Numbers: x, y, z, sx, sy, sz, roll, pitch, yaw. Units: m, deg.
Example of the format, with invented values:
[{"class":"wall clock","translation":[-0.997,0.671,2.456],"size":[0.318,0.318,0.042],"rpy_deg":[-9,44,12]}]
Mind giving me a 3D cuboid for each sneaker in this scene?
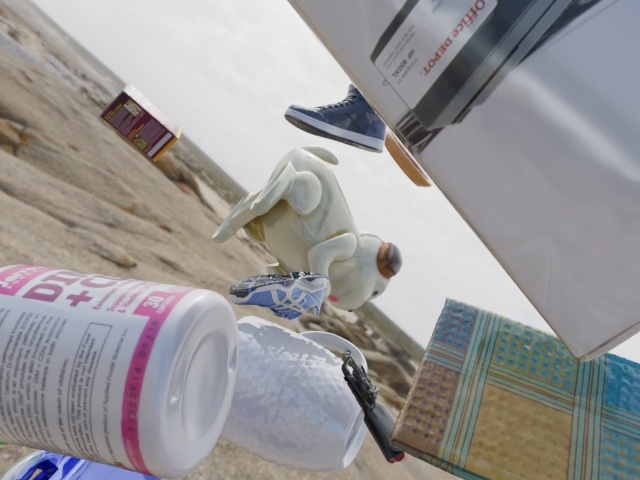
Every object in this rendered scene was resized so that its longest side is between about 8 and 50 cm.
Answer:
[{"class":"sneaker","translation":[0.043,-0.277,1.097],"size":[0.226,0.163,0.086],"rpy_deg":[10,7,-31]},{"class":"sneaker","translation":[-0.068,0.102,0.998],"size":[0.211,0.081,0.080],"rpy_deg":[0,6,-41]}]

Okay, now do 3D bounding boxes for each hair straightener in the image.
[{"class":"hair straightener","translation":[0.097,0.285,1.032],"size":[0.230,0.047,0.089],"rpy_deg":[-119,-149,-41]}]

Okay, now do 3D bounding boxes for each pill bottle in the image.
[{"class":"pill bottle","translation":[-0.233,0.107,0.512],"size":[0.283,0.160,0.160],"rpy_deg":[6,-13,13]}]

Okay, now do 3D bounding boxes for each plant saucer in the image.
[{"class":"plant saucer","translation":[0.238,-0.222,1.557],"size":[0.200,0.037,0.200],"rpy_deg":[45,20,-21]}]

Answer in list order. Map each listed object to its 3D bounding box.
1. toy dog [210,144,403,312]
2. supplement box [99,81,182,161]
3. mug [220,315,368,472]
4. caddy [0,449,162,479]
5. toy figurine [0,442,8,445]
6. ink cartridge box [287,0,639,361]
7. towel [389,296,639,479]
[{"class":"toy dog","translation":[0.000,0.000,1.380],"size":[0.408,0.395,0.284],"rpy_deg":[45,-47,-14]},{"class":"supplement box","translation":[-0.487,-0.324,1.537],"size":[0.188,0.104,0.081],"rpy_deg":[42,22,-25]},{"class":"mug","translation":[-0.039,0.331,1.268],"size":[0.328,0.276,0.374],"rpy_deg":[19,32,23]},{"class":"caddy","translation":[-0.398,0.401,0.828],"size":[0.179,0.241,0.341],"rpy_deg":[53,13,-6]},{"class":"toy figurine","translation":[-0.499,0.297,0.990],"size":[0.130,0.173,0.159],"rpy_deg":[48,12,26]},{"class":"ink cartridge box","translation":[0.135,-0.132,0.453],"size":[0.395,0.166,0.285],"rpy_deg":[54,16,11]},{"class":"towel","translation":[0.307,0.233,0.740],"size":[0.370,0.271,0.040],"rpy_deg":[19,-44,18]}]
